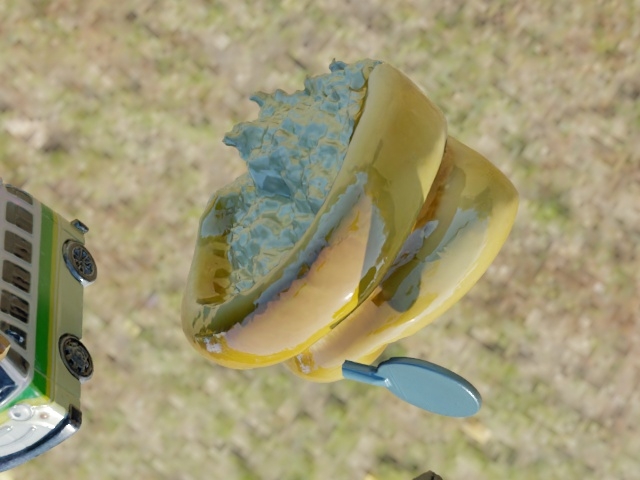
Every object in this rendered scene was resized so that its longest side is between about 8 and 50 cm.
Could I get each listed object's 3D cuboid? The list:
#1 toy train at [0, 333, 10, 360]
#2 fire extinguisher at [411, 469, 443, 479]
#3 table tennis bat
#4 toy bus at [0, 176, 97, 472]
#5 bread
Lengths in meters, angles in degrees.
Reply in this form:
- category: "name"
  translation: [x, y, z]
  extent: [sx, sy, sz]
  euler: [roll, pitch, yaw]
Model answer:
- category: "toy train"
  translation: [-0.343, 0.136, 1.925]
  extent: [0.044, 0.064, 0.103]
  euler: [34, 135, 3]
- category: "fire extinguisher"
  translation: [0.060, 0.257, 0.873]
  extent: [0.114, 0.135, 0.337]
  euler: [20, 145, 44]
- category: "table tennis bat"
  translation: [0.092, 0.145, 2.004]
  extent: [0.155, 0.019, 0.100]
  euler: [10, 151, 29]
- category: "toy bus"
  translation: [-0.360, 0.086, 2.210]
  extent: [0.143, 0.305, 0.179]
  euler: [-27, 134, 24]
- category: "bread"
  translation: [0.014, -0.013, 2.182]
  extent: [0.245, 0.329, 0.424]
  euler: [14, 147, -30]
